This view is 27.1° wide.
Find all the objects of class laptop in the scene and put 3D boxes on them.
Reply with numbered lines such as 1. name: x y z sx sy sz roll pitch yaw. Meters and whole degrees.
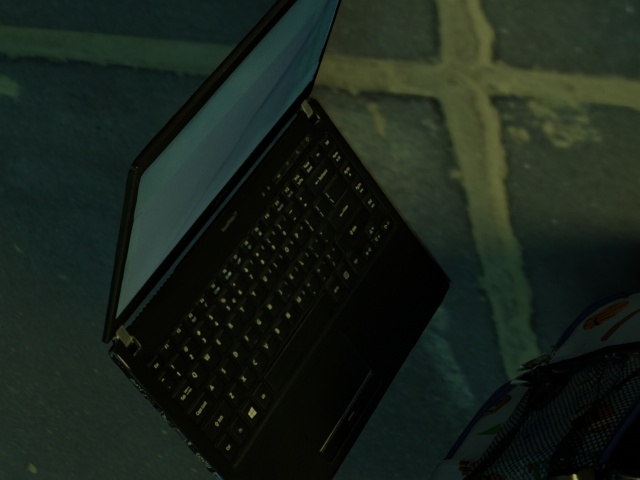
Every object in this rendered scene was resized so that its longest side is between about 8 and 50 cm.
1. laptop: 0.000 0.000 0.749 0.136 0.234 0.264 -13 122 46

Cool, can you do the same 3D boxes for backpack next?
1. backpack: 0.203 0.152 0.737 0.213 0.263 0.276 -7 120 51
